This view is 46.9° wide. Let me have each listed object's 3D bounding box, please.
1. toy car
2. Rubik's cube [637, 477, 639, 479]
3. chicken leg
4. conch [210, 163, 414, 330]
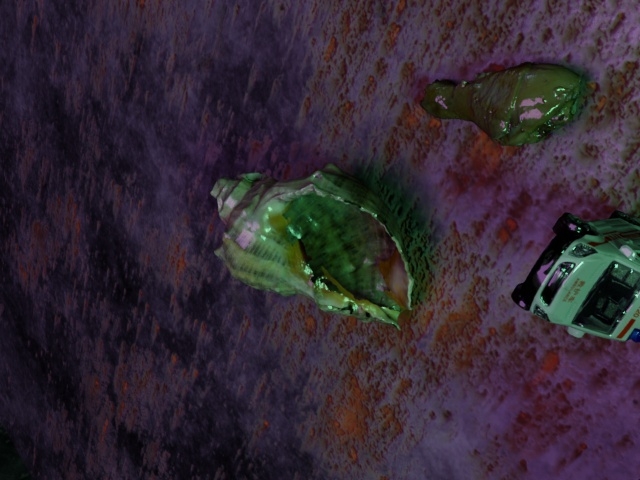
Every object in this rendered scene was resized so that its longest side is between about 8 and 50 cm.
[{"bbox_3d":[0.258,0.037,0.644,0.108,0.209,0.089,43,118,30],"label":"toy car"},{"bbox_3d":[0.397,0.281,0.555,0.250,0.246,0.248,-24,86,47],"label":"Rubik's cube"},{"bbox_3d":[0.177,-0.144,0.775,0.197,0.069,0.085,17,113,49],"label":"chicken leg"},{"bbox_3d":[-0.001,-0.010,0.944,0.291,0.159,0.210,29,122,-10],"label":"conch"}]
